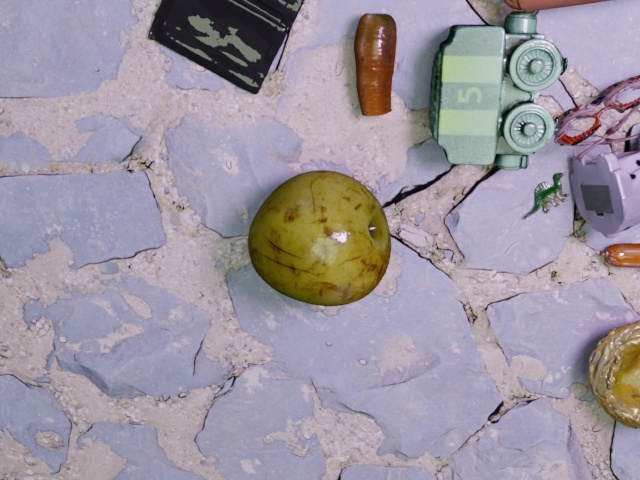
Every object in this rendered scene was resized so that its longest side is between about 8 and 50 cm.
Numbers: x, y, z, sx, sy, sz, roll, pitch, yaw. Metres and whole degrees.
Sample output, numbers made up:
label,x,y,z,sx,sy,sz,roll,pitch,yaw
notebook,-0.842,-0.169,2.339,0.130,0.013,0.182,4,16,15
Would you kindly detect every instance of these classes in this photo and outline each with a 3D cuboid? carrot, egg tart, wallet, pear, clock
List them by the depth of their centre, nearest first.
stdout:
label,x,y,z,sx,sy,sz,roll,pitch,yaw
wallet,-0.161,-0.475,1.308,0.247,0.041,0.323,28,110,-7
carrot,0.105,-0.339,1.328,0.087,0.087,0.193,2,108,0
clock,0.654,-0.129,1.355,0.254,0.189,0.189,-21,107,-4
pear,0.000,0.000,1.358,0.283,0.283,0.284,0,109,1
egg tart,0.723,0.283,1.510,0.288,0.118,0.288,0,111,1

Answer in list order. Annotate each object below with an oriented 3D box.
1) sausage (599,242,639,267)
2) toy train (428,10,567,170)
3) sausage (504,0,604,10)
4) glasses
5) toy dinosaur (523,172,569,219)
label,x,y,z,sx,sy,sz,roll,pitch,yaw
sausage,0.770,0.032,1.458,0.347,0.053,0.053,0,109,1
toy train,0.329,-0.280,1.307,0.238,0.167,0.299,1,108,6
sausage,0.474,-0.481,1.210,0.304,0.121,0.121,-6,108,7
glasses,0.555,-0.237,1.321,0.255,0.162,0.095,-29,118,13
toy dinosaur,0.471,-0.090,1.441,0.119,0.029,0.060,-39,88,18
